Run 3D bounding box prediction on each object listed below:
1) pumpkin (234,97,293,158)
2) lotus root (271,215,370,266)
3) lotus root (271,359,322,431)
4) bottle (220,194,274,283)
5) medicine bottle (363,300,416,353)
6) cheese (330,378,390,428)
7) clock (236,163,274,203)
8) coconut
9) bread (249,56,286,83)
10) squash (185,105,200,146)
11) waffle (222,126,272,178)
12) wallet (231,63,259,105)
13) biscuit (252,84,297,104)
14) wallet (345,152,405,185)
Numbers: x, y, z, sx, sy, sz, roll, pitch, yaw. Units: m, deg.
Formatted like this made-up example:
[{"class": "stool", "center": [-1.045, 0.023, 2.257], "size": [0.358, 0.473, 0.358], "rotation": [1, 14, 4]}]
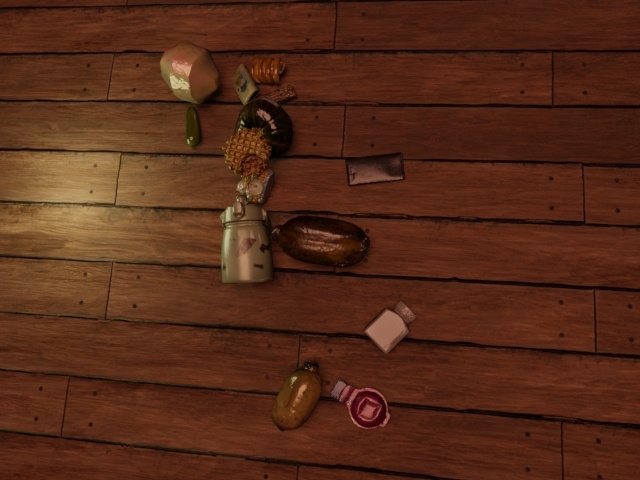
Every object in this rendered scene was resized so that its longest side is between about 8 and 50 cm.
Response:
[{"class": "pumpkin", "center": [-0.234, -0.469, 1.953], "size": [0.260, 0.189, 0.260], "rotation": [9, 113, 21]}, {"class": "lotus root", "center": [0.000, 0.000, 1.843], "size": [0.397, 0.179, 0.196], "rotation": [9, 80, 7]}, {"class": "lotus root", "center": [-0.083, 0.596, 1.766], "size": [0.160, 0.146, 0.284], "rotation": [20, 84, 47]}, {"class": "bottle", "center": [-0.303, -0.004, 1.857], "size": [0.229, 0.229, 0.352], "rotation": [-6, 86, 6]}, {"class": "medicine bottle", "center": [0.280, 0.334, 1.800], "size": [0.188, 0.088, 0.132], "rotation": [-43, 79, -2]}, {"class": "cheese", "center": [0.155, 0.633, 1.779], "size": [0.244, 0.062, 0.155], "rotation": [29, 84, 12]}, {"class": "clock", "center": [-0.278, -0.255, 1.938], "size": [0.144, 0.103, 0.231], "rotation": [25, 113, 9]}, {"class": "coconut", "center": [-0.556, -0.725, 1.997], "size": [0.259, 0.259, 0.259], "rotation": [-1, 80, 6]}, {"class": "bread", "center": [-0.238, -0.761, 2.050], "size": [0.177, 0.084, 0.119], "rotation": [4, 80, 12]}, {"class": "squash", "center": [-0.576, -0.511, 2.058], "size": [0.066, 0.066, 0.201], "rotation": [-9, 73, 5]}, {"class": "waffle", "center": [-0.294, -0.352, 1.843], "size": [0.197, 0.070, 0.193], "rotation": [42, 97, 12]}, {"class": "wallet", "center": [-0.339, -0.691, 2.041], "size": [0.110, 0.039, 0.155], "rotation": [-42, 68, 36]}, {"class": "biscuit", "center": [-0.206, -0.633, 2.047], "size": [0.199, 0.034, 0.064], "rotation": [-21, 77, 2]}, {"class": "wallet", "center": [0.231, -0.304, 1.946], "size": [0.244, 0.025, 0.124], "rotation": [-6, 80, 6]}]
